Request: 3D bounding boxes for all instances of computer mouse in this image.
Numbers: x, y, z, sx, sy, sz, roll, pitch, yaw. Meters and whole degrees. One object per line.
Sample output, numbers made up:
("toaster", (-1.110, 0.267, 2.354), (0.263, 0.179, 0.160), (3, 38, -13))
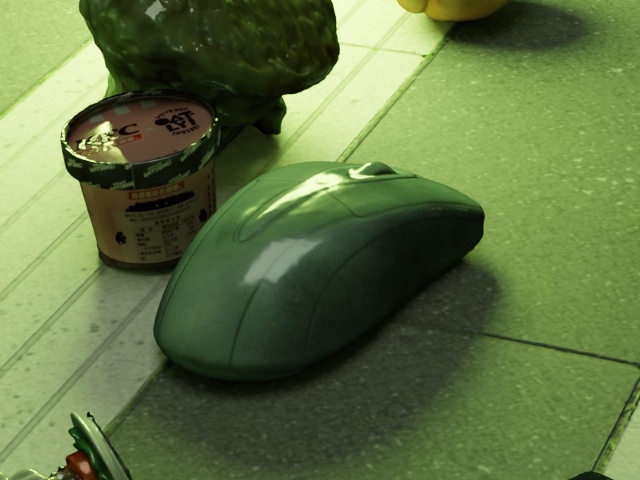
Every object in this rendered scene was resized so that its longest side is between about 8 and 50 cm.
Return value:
("computer mouse", (0.000, 0.000, 1.771), (0.188, 0.122, 0.371), (21, 37, 34))

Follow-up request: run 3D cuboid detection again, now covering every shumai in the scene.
("shumai", (-0.164, -0.210, 2.016), (0.288, 0.292, 0.330), (-24, 7, 34))

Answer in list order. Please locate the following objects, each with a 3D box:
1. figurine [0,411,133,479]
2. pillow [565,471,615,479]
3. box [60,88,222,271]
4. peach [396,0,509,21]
("figurine", (-0.214, 0.217, 1.459), (0.154, 0.132, 0.132), (-29, 37, -13))
("pillow", (0.174, 0.235, 1.426), (0.208, 0.055, 0.141), (-25, 29, -32))
("box", (-0.163, -0.053, 1.853), (0.151, 0.135, 0.151), (-6, 30, 3))
("peach", (0.156, -0.335, 2.240), (0.184, 0.184, 0.184), (-3, 32, 2))
